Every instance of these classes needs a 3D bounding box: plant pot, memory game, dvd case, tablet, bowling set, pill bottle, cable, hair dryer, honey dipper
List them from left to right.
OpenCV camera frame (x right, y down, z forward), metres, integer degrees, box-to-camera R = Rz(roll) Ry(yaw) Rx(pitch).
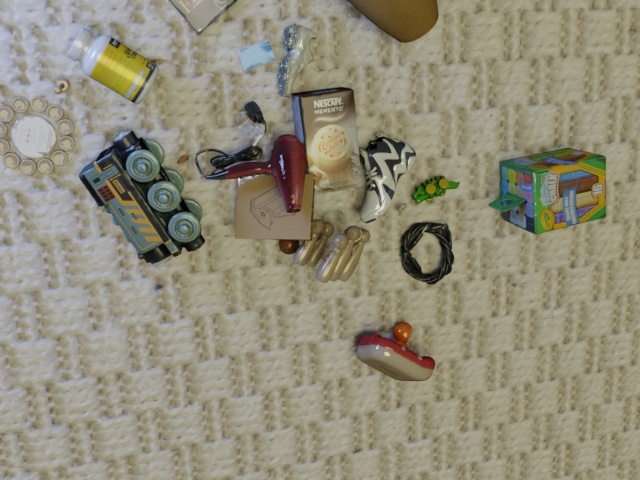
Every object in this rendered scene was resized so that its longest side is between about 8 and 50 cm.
[{"bbox_3d":[-0.660,-0.241,1.628,0.186,0.012,0.186,-5,107,-15],"label":"memory game"},{"bbox_3d":[-0.567,-0.334,1.547,0.030,0.160,0.030,-5,108,-16],"label":"honey dipper"},{"bbox_3d":[-0.466,-0.395,1.590,0.184,0.103,0.103,30,96,-23],"label":"pill bottle"},{"bbox_3d":[-0.293,-0.613,1.623,0.164,0.018,0.221,-42,113,-1],"label":"dvd case"},{"bbox_3d":[-0.155,-0.450,1.718,0.083,0.006,0.054,-23,111,-10],"label":"tablet"},{"bbox_3d":[-0.139,-0.174,1.714,0.293,0.080,0.223,43,92,19],"label":"hair dryer"},{"bbox_3d":[0.000,0.000,1.810,0.200,0.287,0.154,29,94,11],"label":"bowling set"},{"bbox_3d":[0.171,-0.603,1.671,0.237,0.237,0.254,-44,129,0],"label":"plant pot"},{"bbox_3d":[0.298,0.041,1.976,0.151,0.047,0.184,-8,109,-14],"label":"cable"}]

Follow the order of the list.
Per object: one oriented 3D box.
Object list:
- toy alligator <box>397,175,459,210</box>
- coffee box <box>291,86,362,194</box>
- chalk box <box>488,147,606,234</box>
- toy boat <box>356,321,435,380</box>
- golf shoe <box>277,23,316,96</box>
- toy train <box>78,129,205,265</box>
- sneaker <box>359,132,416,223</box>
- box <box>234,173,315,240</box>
[{"bbox_3d":[0.285,-0.136,1.921,0.190,0.056,0.051,-22,69,-8],"label":"toy alligator"},{"bbox_3d":[0.015,-0.251,1.777,0.141,0.098,0.246,-11,109,-12],"label":"coffee box"},{"bbox_3d":[0.608,-0.136,1.944,0.289,0.180,0.179,-12,109,-14],"label":"chalk box"},{"bbox_3d":[0.223,0.303,2.000,0.231,0.151,0.151,31,66,-22],"label":"toy boat"},{"bbox_3d":[-0.053,-0.432,1.724,0.086,0.069,0.176,6,105,-24],"label":"golf shoe"},{"bbox_3d":[-0.417,-0.094,1.686,0.190,0.142,0.334,-27,114,6],"label":"toy train"},{"bbox_3d":[0.131,-0.174,1.839,0.153,0.094,0.235,31,95,-21],"label":"sneaker"},{"bbox_3d":[-0.113,-0.083,1.751,0.201,0.021,0.164,2,86,16],"label":"box"}]
